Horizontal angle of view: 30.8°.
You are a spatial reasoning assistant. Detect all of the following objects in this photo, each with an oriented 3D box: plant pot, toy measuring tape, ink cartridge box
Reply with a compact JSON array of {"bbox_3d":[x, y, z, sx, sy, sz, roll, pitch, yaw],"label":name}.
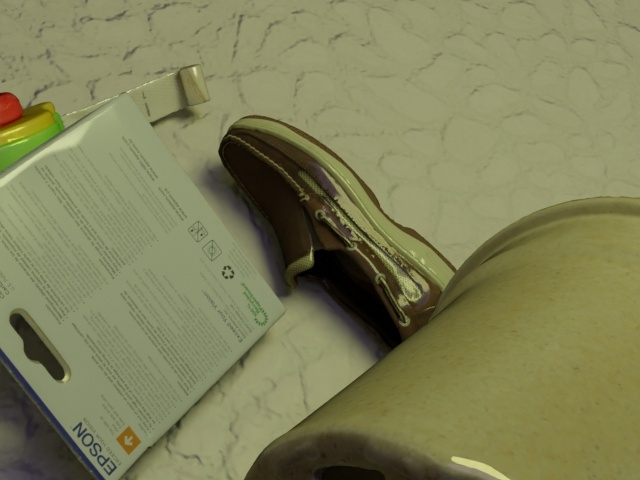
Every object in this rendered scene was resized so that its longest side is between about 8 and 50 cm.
[{"bbox_3d":[0.120,0.162,0.667,0.334,0.334,0.305,46,35,20],"label":"plant pot"},{"bbox_3d":[-0.207,-0.081,0.952,0.330,0.121,0.121,-26,64,-32],"label":"toy measuring tape"},{"bbox_3d":[-0.160,0.034,0.862,0.223,0.045,0.224,55,49,-10],"label":"ink cartridge box"}]

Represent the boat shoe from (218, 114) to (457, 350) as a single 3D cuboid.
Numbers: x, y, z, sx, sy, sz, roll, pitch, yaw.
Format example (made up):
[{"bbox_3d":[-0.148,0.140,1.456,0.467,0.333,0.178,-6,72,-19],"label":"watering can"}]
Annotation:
[{"bbox_3d":[0.002,-0.004,0.979,0.257,0.095,0.095,38,57,14],"label":"boat shoe"}]
